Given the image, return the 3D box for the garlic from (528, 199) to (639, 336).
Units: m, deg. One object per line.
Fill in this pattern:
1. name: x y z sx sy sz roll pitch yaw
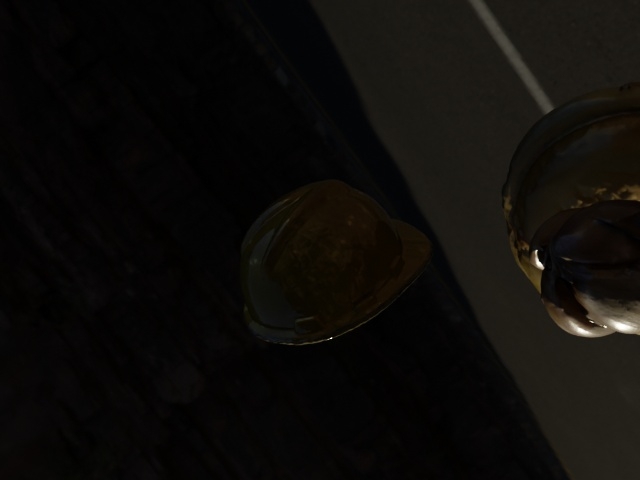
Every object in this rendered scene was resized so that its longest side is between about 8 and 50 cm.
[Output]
1. garlic: 0.350 0.027 0.900 0.214 0.191 0.160 -12 96 51

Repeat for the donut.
1. donut: 0.483 -0.037 1.141 0.449 0.198 0.448 13 131 15

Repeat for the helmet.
1. helmet: 0.000 0.000 0.978 0.205 0.257 0.140 37 155 52
